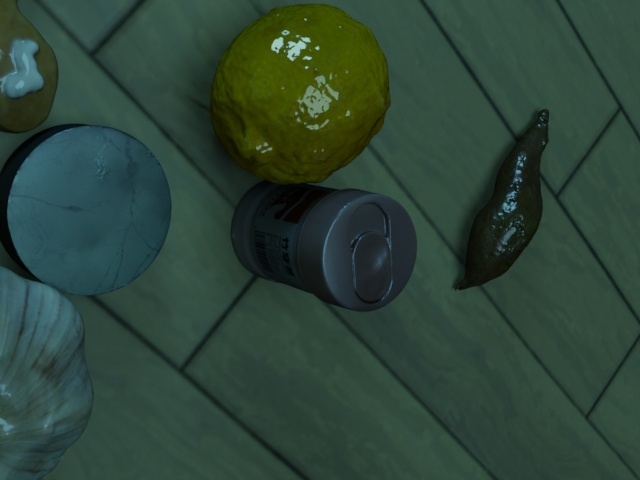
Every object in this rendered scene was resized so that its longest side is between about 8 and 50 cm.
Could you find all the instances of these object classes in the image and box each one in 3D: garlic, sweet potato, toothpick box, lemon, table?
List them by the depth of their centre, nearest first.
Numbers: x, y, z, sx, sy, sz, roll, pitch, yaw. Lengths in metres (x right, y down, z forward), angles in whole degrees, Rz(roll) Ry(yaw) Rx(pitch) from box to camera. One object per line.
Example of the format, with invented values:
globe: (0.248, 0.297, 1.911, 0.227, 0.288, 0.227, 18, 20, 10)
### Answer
garlic: (-0.239, 0.112, 0.635, 0.199, 0.226, 0.199, -5, 102, -23)
table: (-0.188, -0.026, 0.755, 0.133, 0.043, 0.133, -7, 103, -34)
lemon: (-0.012, -0.127, 0.797, 0.187, 0.142, 0.142, -43, 120, -35)
toothpick box: (0.000, 0.000, 0.824, 0.098, 0.149, 0.098, -6, 102, -33)
sweet potato: (0.210, -0.042, 1.013, 0.068, 0.068, 0.226, 31, 80, -34)

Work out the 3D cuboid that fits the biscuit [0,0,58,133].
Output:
biscuit: (-0.338, -0.136, 0.630, 0.339, 0.047, 0.216, -13, 105, -33)
